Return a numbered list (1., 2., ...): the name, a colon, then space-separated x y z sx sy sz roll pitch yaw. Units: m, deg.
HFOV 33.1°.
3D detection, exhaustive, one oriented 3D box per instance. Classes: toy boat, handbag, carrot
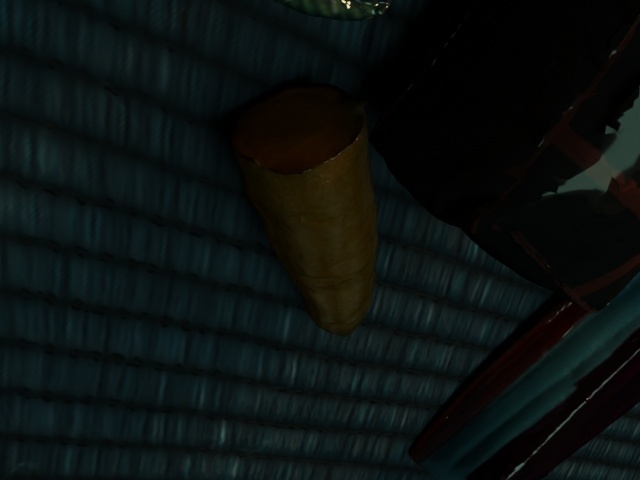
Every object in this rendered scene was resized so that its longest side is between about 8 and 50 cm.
1. toy boat: 0.244 0.071 0.855 0.392 0.079 0.136 -39 138 -6
2. handbag: 0.154 -0.078 0.581 0.215 0.155 0.169 -51 142 11
3. carrot: 0.000 0.000 0.613 0.072 0.072 0.205 -29 145 -13

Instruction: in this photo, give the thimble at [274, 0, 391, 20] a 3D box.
1. thimble: -0.004 -0.162 0.435 0.118 0.090 0.135 -46 139 8
